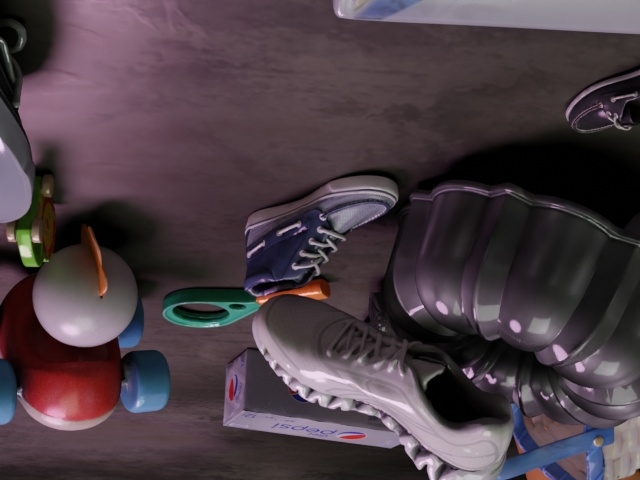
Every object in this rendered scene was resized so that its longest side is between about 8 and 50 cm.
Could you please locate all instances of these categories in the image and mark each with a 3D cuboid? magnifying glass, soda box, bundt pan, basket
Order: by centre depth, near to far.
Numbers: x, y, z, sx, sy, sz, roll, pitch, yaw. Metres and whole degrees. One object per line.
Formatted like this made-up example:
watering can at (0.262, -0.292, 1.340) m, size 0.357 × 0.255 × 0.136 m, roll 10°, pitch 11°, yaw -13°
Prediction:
bundt pan at (0.205, 0.083, 1.028) m, size 0.331 × 0.124 × 0.331 m, roll 23°, pitch 158°, yaw 10°
basket at (0.271, 0.204, 1.272) m, size 0.289 × 0.201 × 0.255 m, roll -17°, pitch -164°, yaw -15°
magnifying glass at (-0.096, 0.078, 1.292) m, size 0.231 × 0.026 × 0.092 m, roll -12°, pitch 152°, yaw 25°
soda box at (0.002, 0.242, 1.551) m, size 0.286 × 0.098 × 0.091 m, roll 12°, pitch 152°, yaw -22°

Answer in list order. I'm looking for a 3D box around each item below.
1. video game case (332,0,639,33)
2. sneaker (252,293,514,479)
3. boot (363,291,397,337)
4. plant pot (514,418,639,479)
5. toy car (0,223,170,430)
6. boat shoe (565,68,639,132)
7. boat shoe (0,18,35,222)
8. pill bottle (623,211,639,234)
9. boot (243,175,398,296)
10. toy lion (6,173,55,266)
video game case at (0.165, -0.239, 0.485) m, size 0.300 × 0.036 × 0.329 m, roll 2°, pitch 139°, yaw -2°
sneaker at (0.064, 0.128, 1.021) m, size 0.292 × 0.110 × 0.118 m, roll 30°, pitch 147°, yaw 13°
boot at (0.140, 0.123, 1.322) m, size 0.161 × 0.083 × 0.246 m, roll -5°, pitch 158°, yaw -5°
plant pot at (0.410, 0.285, 1.504) m, size 0.291 × 0.203 × 0.291 m, roll 0°, pitch 155°, yaw 0°
toy car at (-0.275, 0.068, 1.155) m, size 0.219 × 0.210 × 0.238 m, roll 1°, pitch 129°, yaw -31°
boat shoe at (0.259, -0.113, 0.850) m, size 0.125 × 0.038 × 0.046 m, roll -22°, pitch 146°, yaw 40°
boat shoe at (-0.280, -0.126, 0.773) m, size 0.113 × 0.105 × 0.306 m, roll 3°, pitch 149°, yaw 7°
pill bottle at (0.359, 0.032, 1.062) m, size 0.118 × 0.117 × 0.208 m, roll -1°, pitch 154°, yaw 4°
boot at (0.000, 0.000, 1.047) m, size 0.190 × 0.086 × 0.069 m, roll -20°, pitch 148°, yaw 38°
toy lion at (-0.282, -0.012, 1.027) m, size 0.034 × 0.100 × 0.096 m, roll 1°, pitch 136°, yaw -3°
